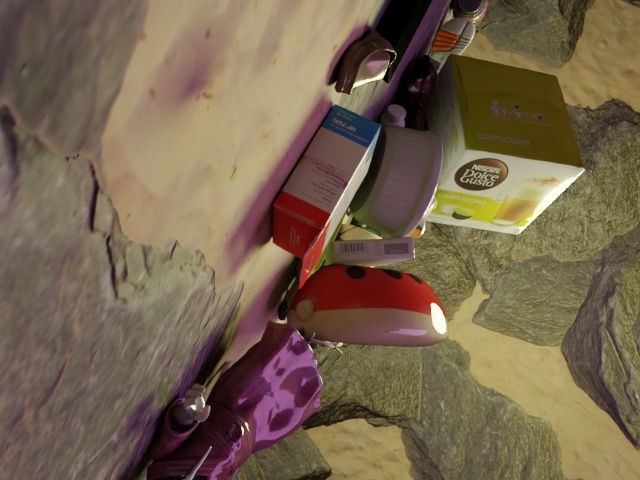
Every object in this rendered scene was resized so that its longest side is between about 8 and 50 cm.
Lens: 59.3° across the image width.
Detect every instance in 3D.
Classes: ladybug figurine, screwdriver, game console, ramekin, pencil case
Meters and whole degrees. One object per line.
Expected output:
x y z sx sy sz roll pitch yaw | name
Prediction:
0.112 0.145 1.251 0.449 0.305 0.162 13 80 -51 | ladybug figurine
-0.077 0.131 1.282 0.025 0.024 0.170 -22 148 -32 | screwdriver
0.133 -0.374 0.776 0.213 0.043 0.361 -63 173 -3 | game console
0.164 -0.143 1.319 0.273 0.127 0.273 -163 -90 -78 | ramekin
0.069 0.139 1.772 0.410 0.183 0.160 -63 -169 -9 | pencil case

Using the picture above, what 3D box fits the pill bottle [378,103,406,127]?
0.173 -0.279 1.404 0.065 0.065 0.116 -58 173 -40 | pill bottle

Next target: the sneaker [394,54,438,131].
0.225 -0.353 1.462 0.162 0.106 0.282 31 77 -77 | sneaker

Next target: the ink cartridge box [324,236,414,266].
0.100 0.033 1.317 0.224 0.180 0.056 150 -64 -79 | ink cartridge box

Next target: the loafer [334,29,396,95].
0.063 -0.235 0.746 0.148 0.050 0.056 -58 172 -41 | loafer

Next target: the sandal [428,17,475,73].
0.398 -0.611 1.773 0.076 0.102 0.265 -61 -178 -29 | sandal

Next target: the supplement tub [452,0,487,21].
0.458 -0.718 1.728 0.106 0.106 0.198 -65 173 18 | supplement tub

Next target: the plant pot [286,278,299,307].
-0.031 0.154 1.403 0.109 0.096 0.109 -63 175 -2 | plant pot

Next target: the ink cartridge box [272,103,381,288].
-0.004 -0.060 0.802 0.231 0.078 0.134 -60 173 -23 | ink cartridge box

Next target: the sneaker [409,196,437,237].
0.252 -0.091 1.438 0.262 0.121 0.099 -91 -157 -53 | sneaker

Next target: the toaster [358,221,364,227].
0.183 -0.122 1.630 0.168 0.110 0.186 -17 170 -2 | toaster

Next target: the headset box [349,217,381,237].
0.231 -0.147 2.152 0.246 0.131 0.283 -55 170 -51 | headset box

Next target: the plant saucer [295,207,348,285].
0.000 0.000 1.286 0.241 0.037 0.241 -61 173 -12 | plant saucer

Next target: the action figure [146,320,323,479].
-0.151 0.269 0.810 0.275 0.248 0.370 -11 -161 40 | action figure

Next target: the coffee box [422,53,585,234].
0.468 -0.262 1.590 0.334 0.337 0.338 116 -22 -57 | coffee box

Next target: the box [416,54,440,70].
0.244 -0.369 1.619 0.067 0.063 0.324 -59 174 -71 | box
